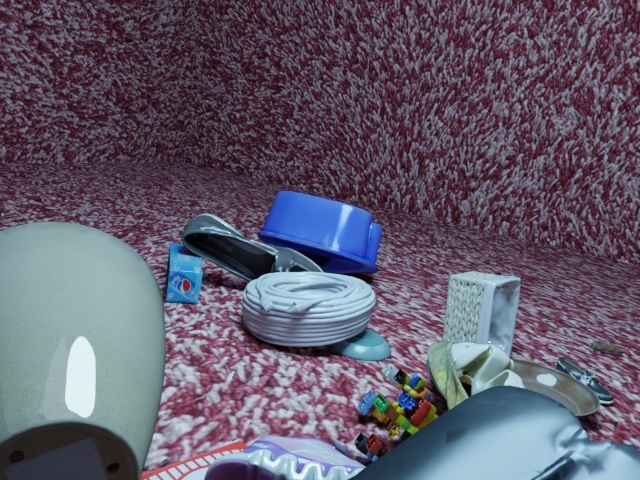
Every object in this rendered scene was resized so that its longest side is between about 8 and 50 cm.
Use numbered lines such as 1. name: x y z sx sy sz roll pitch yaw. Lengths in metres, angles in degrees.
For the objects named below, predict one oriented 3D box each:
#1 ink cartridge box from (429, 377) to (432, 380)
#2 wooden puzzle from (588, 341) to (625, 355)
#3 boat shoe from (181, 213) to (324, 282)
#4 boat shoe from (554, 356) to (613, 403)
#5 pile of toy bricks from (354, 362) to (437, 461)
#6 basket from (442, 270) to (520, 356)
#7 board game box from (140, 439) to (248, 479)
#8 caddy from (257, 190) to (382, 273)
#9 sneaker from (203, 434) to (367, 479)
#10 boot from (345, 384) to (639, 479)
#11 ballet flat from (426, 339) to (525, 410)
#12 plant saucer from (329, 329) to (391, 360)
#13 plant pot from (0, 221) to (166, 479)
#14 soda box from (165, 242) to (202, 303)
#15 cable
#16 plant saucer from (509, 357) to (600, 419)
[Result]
1. ink cartridge box: 0.241 0.226 1.023 0.063 0.029 0.115 16 15 26
2. wooden puzzle: 0.633 0.240 1.283 0.083 0.006 0.049 9 13 2
3. boat shoe: -0.151 0.050 1.276 0.335 0.112 0.095 26 22 -1
4. boat shoe: 0.476 0.252 1.048 0.046 0.038 0.125 4 13 -22
5. pile of toy bricks: 0.118 0.242 0.756 0.105 0.118 0.212 37 -4 0
6. basket: 0.308 0.147 1.124 0.103 0.167 0.113 12 11 43
7. board game box: -0.079 0.275 0.548 0.193 0.045 0.146 20 16 42
8. caddy: 0.000 0.000 1.538 0.341 0.179 0.241 14 -9 24
9. sneaker: 0.019 0.229 0.524 0.236 0.095 0.104 11 5 10
10. boot: -0.033 0.199 0.361 0.445 0.146 0.367 -24 39 -24
11. ballet flat: 0.229 0.211 0.808 0.123 0.123 0.348 9 18 1
12. plant saucer: 0.076 0.190 1.087 0.119 0.021 0.119 9 12 -2
13. plant pot: -0.260 0.144 0.565 0.256 0.256 0.274 3 18 -26
14. soda box: -0.297 0.067 1.257 0.067 0.071 0.210 7 13 -15
15. cable: -0.022 0.123 1.113 0.257 0.089 0.257 -3 10 -24
16. plant saucer: 0.355 0.253 0.966 0.198 0.036 0.198 9 13 -2
